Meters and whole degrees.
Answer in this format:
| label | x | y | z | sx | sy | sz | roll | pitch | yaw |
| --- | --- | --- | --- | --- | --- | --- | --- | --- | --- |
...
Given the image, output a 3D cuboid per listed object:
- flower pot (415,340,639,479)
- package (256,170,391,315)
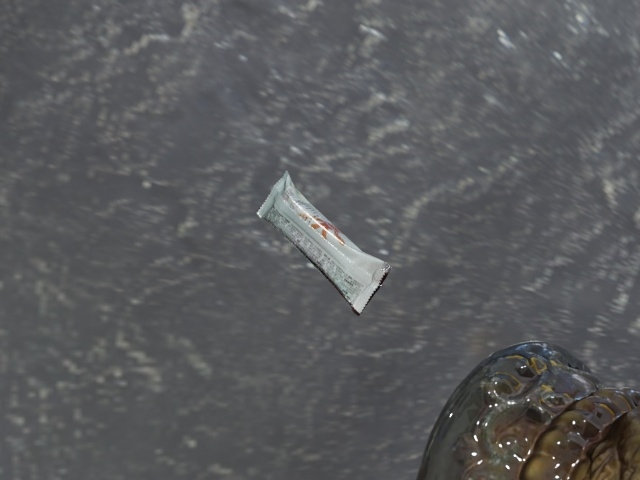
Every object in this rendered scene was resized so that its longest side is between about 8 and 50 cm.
| label | x | y | z | sx | sy | sz | roll | pitch | yaw |
| --- | --- | --- | --- | --- | --- | --- | --- | --- | --- |
| flower pot | 0.212 | 0.181 | 1.095 | 0.267 | 0.266 | 0.266 | 14 | 90 | 44 |
| package | 0.000 | 0.000 | 1.124 | 0.110 | 0.015 | 0.037 | 43 | 106 | 33 |
